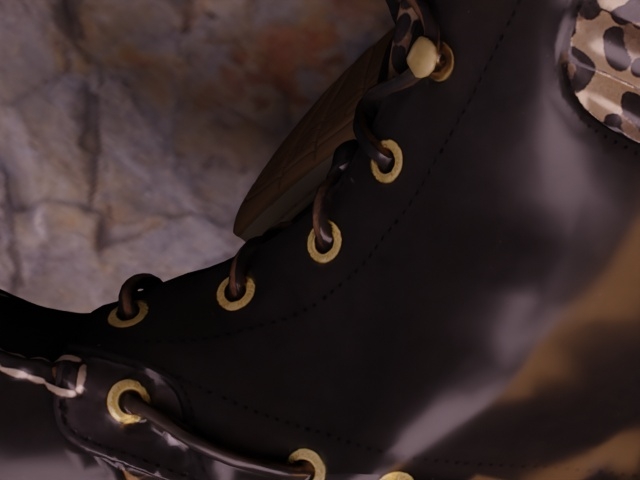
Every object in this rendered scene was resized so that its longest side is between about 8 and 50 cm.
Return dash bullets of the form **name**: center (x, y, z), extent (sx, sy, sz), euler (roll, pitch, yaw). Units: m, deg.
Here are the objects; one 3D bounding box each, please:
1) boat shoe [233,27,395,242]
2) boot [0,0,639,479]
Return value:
- **boat shoe**: center (0.077, -0.065, 0.765), extent (0.092, 0.103, 0.285), euler (43, 120, -15)
- **boot**: center (0.000, 0.000, 0.651), extent (0.377, 0.138, 0.284), euler (24, 102, 7)
